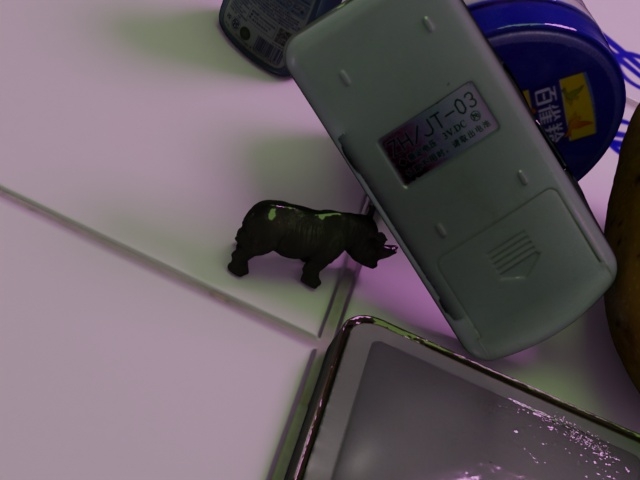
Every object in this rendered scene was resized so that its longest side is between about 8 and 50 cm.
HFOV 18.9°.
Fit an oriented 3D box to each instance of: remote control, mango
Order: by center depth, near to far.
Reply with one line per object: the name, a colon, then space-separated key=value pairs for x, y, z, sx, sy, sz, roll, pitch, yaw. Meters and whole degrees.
remote control: x=0.102 y=-0.056 z=1.429 sx=0.296 sy=0.140 sz=0.056 roll=57 pitch=3 yaw=-13
mango: x=0.294 y=0.012 z=1.519 sx=0.176 sy=0.176 sz=0.329 roll=22 pitch=33 yaw=-29

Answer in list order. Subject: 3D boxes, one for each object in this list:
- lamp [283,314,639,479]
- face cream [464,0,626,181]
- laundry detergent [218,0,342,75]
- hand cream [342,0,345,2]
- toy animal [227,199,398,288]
lamp: x=0.107 y=0.188 z=1.312 sx=0.266 sy=0.047 sz=0.269 roll=26 pitch=38 yaw=-4
face cream: x=0.131 y=-0.123 z=1.543 sx=0.206 sy=0.206 sz=0.111 roll=7 pitch=42 yaw=-25
laundry detergent: x=-0.011 y=-0.235 z=1.580 sx=0.061 sy=0.206 sz=0.096 roll=-19 pitch=60 yaw=-43
hand cream: x=0.035 y=-0.181 z=1.687 sx=0.194 sy=0.042 sz=0.067 roll=47 pitch=34 yaw=13
toy animal: x=0.000 y=0.000 z=1.442 sx=0.136 sy=0.065 sz=0.047 roll=9 pitch=43 yaw=-24
